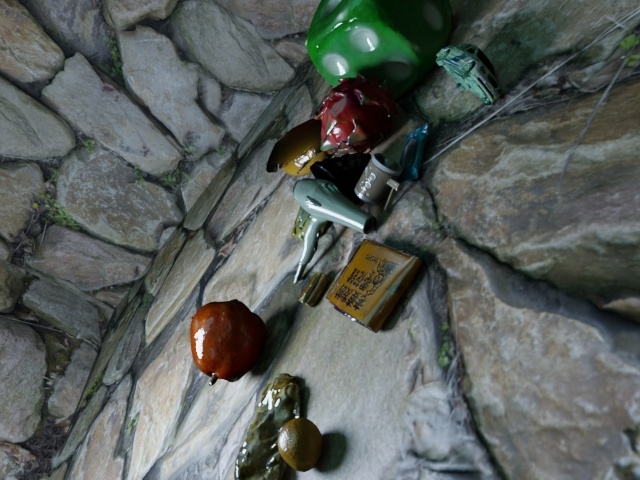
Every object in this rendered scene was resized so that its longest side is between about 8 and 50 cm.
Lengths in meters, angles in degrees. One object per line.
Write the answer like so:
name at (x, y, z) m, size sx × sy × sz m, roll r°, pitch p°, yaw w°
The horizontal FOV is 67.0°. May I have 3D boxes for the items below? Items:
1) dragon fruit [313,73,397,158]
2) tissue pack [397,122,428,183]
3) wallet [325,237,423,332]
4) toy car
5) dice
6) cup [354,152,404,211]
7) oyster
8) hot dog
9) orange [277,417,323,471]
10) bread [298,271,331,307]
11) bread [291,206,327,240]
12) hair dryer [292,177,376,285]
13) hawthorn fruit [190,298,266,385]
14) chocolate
dragon fruit at (0.082, -0.311, 1.260) m, size 0.274 × 0.192 × 0.193 m, roll -49°, pitch 3°, yaw 13°
tissue pack at (0.204, -0.186, 1.070) m, size 0.085 × 0.028 × 0.138 m, roll -18°, pitch 50°, yaw 61°
wallet at (0.093, 0.080, 0.922) m, size 0.161 × 0.042 × 0.195 m, roll -58°, pitch 24°, yaw -4°
toy car at (0.313, -0.353, 0.999) m, size 0.076 × 0.090 × 0.224 m, roll -42°, pitch 27°, yaw 16°
dice at (0.158, -0.571, 1.315) m, size 0.297 × 0.300 × 0.287 m, roll -21°, pitch 45°, yaw 51°
cup at (0.137, -0.125, 1.070) m, size 0.074 × 0.102 × 0.099 m, roll -28°, pitch -27°, yaw -55°
oyster at (-0.097, 0.387, 0.870) m, size 0.128 × 0.078 × 0.345 m, roll -31°, pitch 31°, yaw 29°
hot dog at (-0.030, -0.276, 1.538) m, size 0.326 × 0.107 × 0.194 m, roll 6°, pitch 74°, yaw 53°
orange at (-0.032, 0.337, 0.800) m, size 0.085 × 0.085 × 0.085 m, roll -43°, pitch 27°, yaw 28°
bread at (-0.015, 0.110, 1.096) m, size 0.083 × 0.036 × 0.047 m, roll -57°, pitch 21°, yaw -6°
bread at (-0.019, -0.067, 1.293) m, size 0.117 × 0.064 × 0.156 m, roll -25°, pitch 37°, yaw 52°
hair dryer at (0.027, -0.008, 1.122) m, size 0.229 × 0.092 × 0.267 m, roll 10°, pitch 103°, yaw 42°
hawthorn fruit at (-0.227, 0.249, 1.151) m, size 0.185 × 0.185 × 0.202 m, roll -30°, pitch 39°, yaw 45°
chocolate at (0.072, -0.170, 1.186) m, size 0.133 × 0.156 × 0.156 m, roll -44°, pitch 22°, yaw -12°
